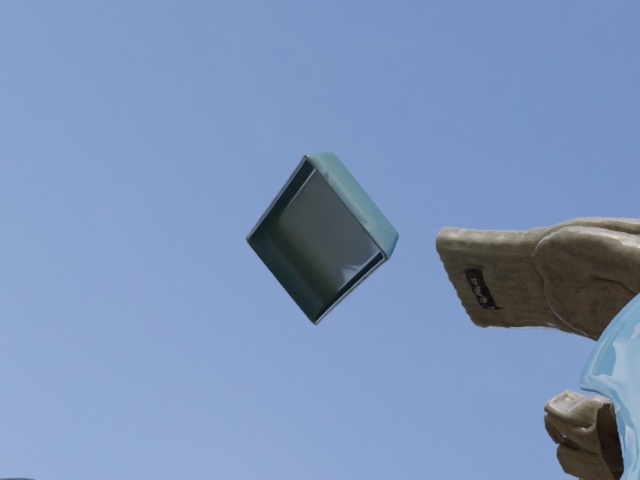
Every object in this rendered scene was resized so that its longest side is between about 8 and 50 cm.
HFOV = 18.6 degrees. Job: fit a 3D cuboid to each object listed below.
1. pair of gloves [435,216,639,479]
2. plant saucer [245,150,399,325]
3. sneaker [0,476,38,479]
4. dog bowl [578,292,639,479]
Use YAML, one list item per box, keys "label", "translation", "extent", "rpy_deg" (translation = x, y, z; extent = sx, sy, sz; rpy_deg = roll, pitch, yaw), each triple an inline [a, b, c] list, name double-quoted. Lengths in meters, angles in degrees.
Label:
- label: "pair of gloves"
  translation: [0.192, 0.077, 1.120]
  extent: [0.204, 0.042, 0.240]
  rpy_deg: [-1, -51, 48]
- label: "plant saucer"
  translation: [0.000, 0.000, 1.046]
  extent: [0.067, 0.018, 0.192]
  rpy_deg: [52, -17, 3]
- label: "sneaker"
  translation: [-0.128, 0.126, 0.541]
  extent: [0.083, 0.222, 0.118]
  rpy_deg: [38, -42, 9]
- label: "dog bowl"
  translation: [0.133, 0.124, 0.569]
  extent: [0.166, 0.297, 0.074]
  rpy_deg: [37, -29, -8]
